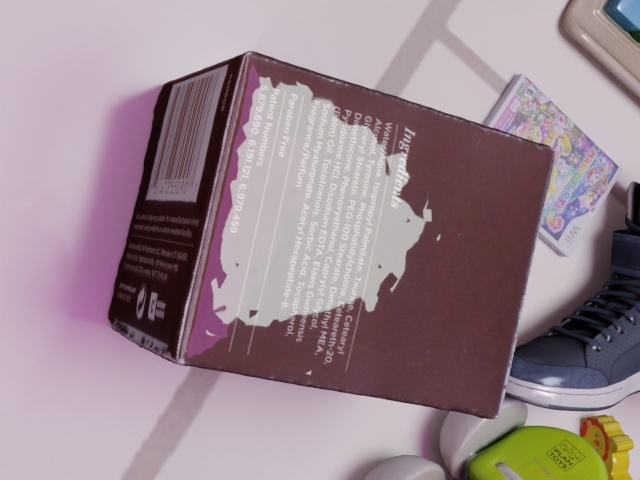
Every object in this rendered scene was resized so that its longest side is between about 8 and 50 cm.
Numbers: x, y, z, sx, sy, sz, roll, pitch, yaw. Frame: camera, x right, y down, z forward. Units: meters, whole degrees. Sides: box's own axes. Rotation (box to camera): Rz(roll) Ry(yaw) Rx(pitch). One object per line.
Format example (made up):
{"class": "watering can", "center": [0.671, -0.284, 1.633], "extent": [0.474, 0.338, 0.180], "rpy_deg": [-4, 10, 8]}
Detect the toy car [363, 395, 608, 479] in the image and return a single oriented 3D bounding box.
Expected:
{"class": "toy car", "center": [0.125, 0.212, 0.703], "extent": [0.182, 0.159, 0.136], "rpy_deg": [-34, 140, -19]}

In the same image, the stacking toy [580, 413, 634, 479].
{"class": "stacking toy", "center": [0.293, 0.247, 0.819], "extent": [0.167, 0.052, 0.221], "rpy_deg": [-2, 96, -22]}

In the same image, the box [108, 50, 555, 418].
{"class": "box", "center": [0.000, 0.000, 0.607], "extent": [0.203, 0.168, 0.167], "rpy_deg": [14, 86, -23]}

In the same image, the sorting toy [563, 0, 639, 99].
{"class": "sorting toy", "center": [0.312, -0.197, 0.805], "extent": [0.193, 0.038, 0.208], "rpy_deg": [35, 79, -21]}

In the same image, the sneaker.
{"class": "sneaker", "center": [0.222, 0.035, 0.744], "extent": [0.226, 0.086, 0.163], "rpy_deg": [-6, 106, -33]}

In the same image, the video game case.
{"class": "video game case", "center": [0.172, -0.057, 0.766], "extent": [0.122, 0.011, 0.087], "rpy_deg": [38, 78, -21]}
